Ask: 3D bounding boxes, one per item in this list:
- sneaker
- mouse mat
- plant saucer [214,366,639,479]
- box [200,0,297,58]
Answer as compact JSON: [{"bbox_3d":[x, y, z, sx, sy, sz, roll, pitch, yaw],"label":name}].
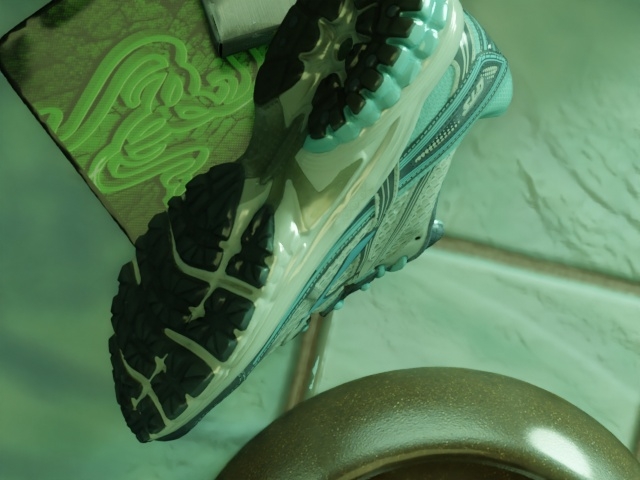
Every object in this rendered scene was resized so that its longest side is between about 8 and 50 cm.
[{"bbox_3d":[0.000,0.000,0.558,0.122,0.110,0.283,24,109,-41],"label":"sneaker"},{"bbox_3d":[-0.063,-0.100,0.603,0.190,0.007,0.152,-37,94,-2],"label":"mouse mat"},{"bbox_3d":[0.066,0.226,0.598,0.311,0.050,0.310,0,90,-5],"label":"plant saucer"},{"bbox_3d":[0.026,-0.218,0.578,0.231,0.056,0.183,-17,91,-5],"label":"box"}]
